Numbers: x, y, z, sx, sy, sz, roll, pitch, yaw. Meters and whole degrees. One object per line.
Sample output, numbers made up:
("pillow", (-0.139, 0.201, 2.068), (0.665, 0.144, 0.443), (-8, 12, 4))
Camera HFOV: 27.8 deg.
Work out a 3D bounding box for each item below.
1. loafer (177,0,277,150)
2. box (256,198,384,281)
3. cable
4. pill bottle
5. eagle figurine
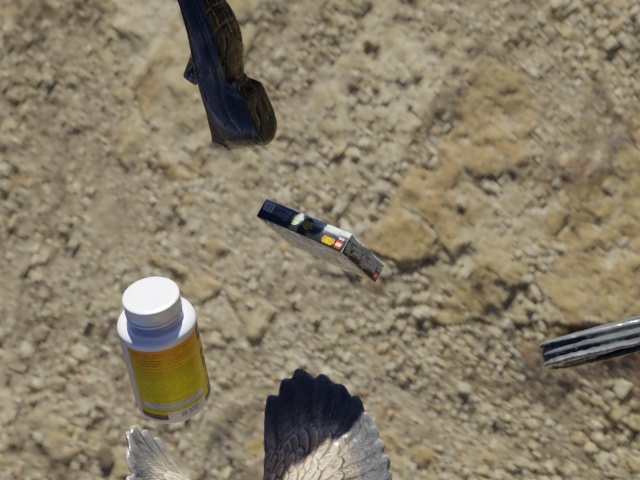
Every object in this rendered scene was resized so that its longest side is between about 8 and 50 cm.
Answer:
("loafer", (-0.100, -0.158, 1.165), (0.061, 0.062, 0.170), (-14, 104, 27))
("box", (0.000, 0.000, 1.545), (0.137, 0.094, 0.027), (23, 80, 36))
("cable", (0.332, 0.079, 1.088), (0.287, 0.139, 0.072), (-17, 83, 5))
("pill bottle", (-0.234, 0.162, 1.924), (0.117, 0.215, 0.117), (-4, 39, 3))
("eagle figurine", (-0.053, 0.298, 1.193), (0.225, 0.226, 0.298), (1, 108, 13))
